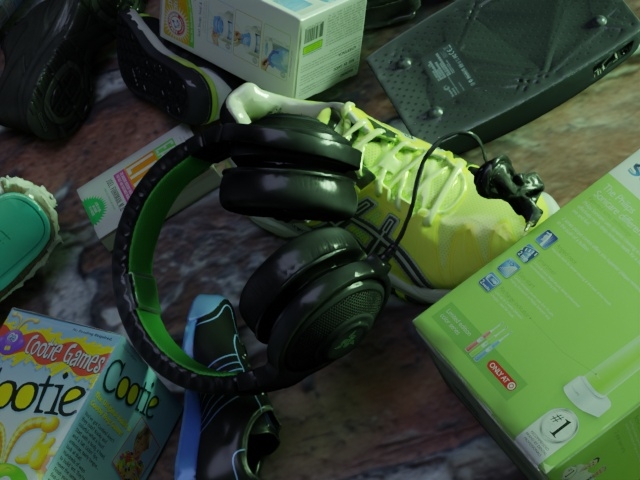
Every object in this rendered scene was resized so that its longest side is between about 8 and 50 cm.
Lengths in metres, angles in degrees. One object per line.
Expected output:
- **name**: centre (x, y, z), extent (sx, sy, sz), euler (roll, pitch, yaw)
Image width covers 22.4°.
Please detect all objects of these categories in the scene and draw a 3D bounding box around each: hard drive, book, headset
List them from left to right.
- **book**: centre (-0.188, -0.060, 1.762), extent (0.144, 0.035, 0.096), euler (-33, 45, 0)
- **headset**: centre (0.000, 0.000, 1.468), extent (0.394, 0.185, 0.243), euler (-19, 74, 25)
- **hard drive**: centre (0.191, -0.191, 1.669), extent (0.254, 0.054, 0.172), euler (-29, 50, 2)

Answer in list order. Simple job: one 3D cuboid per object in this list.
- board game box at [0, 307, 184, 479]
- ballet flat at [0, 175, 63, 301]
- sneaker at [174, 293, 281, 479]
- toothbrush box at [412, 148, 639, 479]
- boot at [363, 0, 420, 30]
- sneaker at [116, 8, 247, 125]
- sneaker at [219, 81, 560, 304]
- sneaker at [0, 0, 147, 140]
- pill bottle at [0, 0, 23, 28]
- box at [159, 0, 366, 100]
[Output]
- **board game box**: centre (-0.272, 0.224, 1.515), extent (0.142, 0.144, 0.275), euler (12, 61, 31)
- **ballet flat**: centre (-0.447, 0.082, 1.729), extent (0.409, 0.147, 0.147), euler (-39, 50, -10)
- **sneaker**: centre (-0.082, 0.152, 1.532), extent (0.090, 0.081, 0.232), euler (-6, 57, 10)
- **toothbrush box**: centre (0.258, 0.077, 1.400), extent (0.283, 0.122, 0.206), euler (-38, 49, -5)
- **boot**: centre (0.003, -0.325, 1.821), extent (0.338, 0.118, 0.223), euler (-23, 58, 16)
- **sneaker**: centre (-0.153, -0.193, 1.828), extent (0.097, 0.084, 0.235), euler (-13, 38, -29)
- **sneaker**: centre (0.051, -0.049, 1.569), extent (0.384, 0.147, 0.145), euler (15, 62, 31)
- **sneaker**: centre (-0.307, -0.249, 1.906), extent (0.130, 0.109, 0.286), euler (7, 57, 35)
- **pill bottle**: centre (-0.399, -0.333, 2.015), extent (0.087, 0.087, 0.160), euler (21, 66, 34)
- **box**: centre (-0.065, -0.245, 1.751), extent (0.203, 0.103, 0.114), euler (29, 40, 29)
